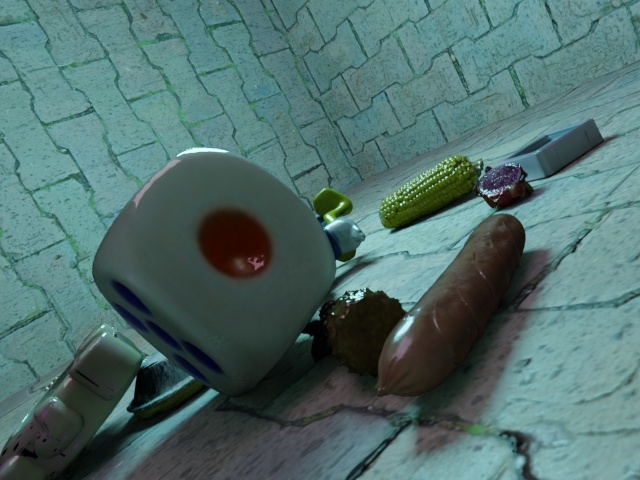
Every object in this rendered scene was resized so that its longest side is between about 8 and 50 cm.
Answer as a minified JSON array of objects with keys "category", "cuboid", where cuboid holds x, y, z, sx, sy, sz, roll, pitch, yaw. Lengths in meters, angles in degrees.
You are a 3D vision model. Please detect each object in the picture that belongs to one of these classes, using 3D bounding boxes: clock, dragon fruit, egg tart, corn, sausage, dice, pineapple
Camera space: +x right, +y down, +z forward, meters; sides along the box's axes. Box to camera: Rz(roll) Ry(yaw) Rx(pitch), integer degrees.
[{"category":"clock","cuboid":[-0.467,0.308,0.949,0.309,0.114,0.284,-54,18,-18]},{"category":"clock","cuboid":[0.545,-0.210,1.210,0.197,0.063,0.150,-31,7,-17]},{"category":"dragon fruit","cuboid":[0.397,-0.110,1.101,0.112,0.068,0.126,-48,27,-17]},{"category":"egg tart","cuboid":[-0.296,0.261,1.035,0.234,0.094,0.234,-30,10,6]},{"category":"corn","cuboid":[0.300,-0.132,1.393,0.321,0.119,0.119,-30,7,21]},{"category":"sausage","cuboid":[0.186,0.062,0.644,0.087,0.088,0.433,-22,10,42]},{"category":"dice","cuboid":[-0.169,0.055,0.832,0.277,0.304,0.304,-54,4,-30]},{"category":"pineapple","cuboid":[0.040,0.123,0.714,0.119,0.111,0.237,-3,-6,-12]}]

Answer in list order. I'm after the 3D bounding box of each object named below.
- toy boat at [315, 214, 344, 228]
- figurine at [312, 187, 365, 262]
[{"category":"toy boat","cuboid":[0.014,-0.026,1.662,0.142,0.129,0.309,-37,2,29]},{"category":"figurine","cuboid":[-0.030,0.032,1.217,0.283,0.205,0.338,-28,11,9]}]
